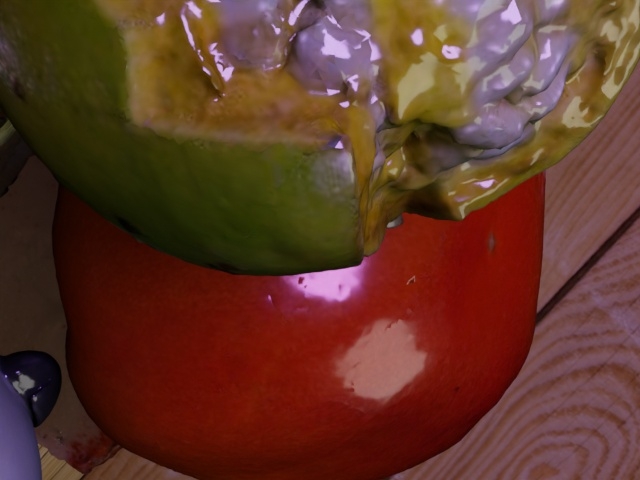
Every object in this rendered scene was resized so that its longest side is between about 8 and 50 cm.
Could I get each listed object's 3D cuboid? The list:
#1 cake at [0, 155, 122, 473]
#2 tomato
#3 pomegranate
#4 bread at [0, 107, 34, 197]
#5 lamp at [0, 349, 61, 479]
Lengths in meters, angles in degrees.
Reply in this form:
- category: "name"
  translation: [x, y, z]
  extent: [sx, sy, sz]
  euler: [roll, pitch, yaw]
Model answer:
- category: "cake"
  translation: [-0.091, -0.015, 0.983]
  extent: [0.159, 0.158, 0.262]
  euler: [-48, 178, 33]
- category: "tomato"
  translation: [0.001, -0.004, 0.768]
  extent: [0.260, 0.180, 0.260]
  euler: [-12, 104, -57]
- category: "pomegranate"
  translation: [-0.014, -0.129, 0.518]
  extent: [0.236, 0.236, 0.302]
  euler: [-45, 142, -26]
- category: "bread"
  translation: [-0.159, -0.032, 0.650]
  extent: [0.128, 0.088, 0.232]
  euler: [-40, -173, 23]
- category: "lamp"
  translation: [-0.227, 0.108, 0.699]
  extent: [0.198, 0.198, 0.244]
  euler: [-49, 159, 23]
